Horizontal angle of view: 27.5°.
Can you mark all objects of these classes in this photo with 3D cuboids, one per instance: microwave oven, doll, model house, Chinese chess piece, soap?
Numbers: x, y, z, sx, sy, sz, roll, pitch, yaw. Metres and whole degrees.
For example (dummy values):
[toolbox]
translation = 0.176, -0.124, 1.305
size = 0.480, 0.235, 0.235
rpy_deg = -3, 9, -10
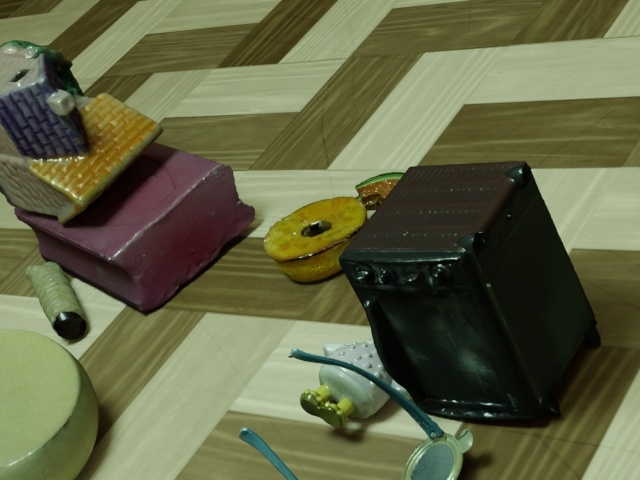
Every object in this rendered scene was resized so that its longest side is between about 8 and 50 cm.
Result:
[microwave oven]
translation = 0.164, 0.060, 1.413
size = 0.178, 0.247, 0.188
rpy_deg = -3, 36, 40
[doll]
translation = 0.064, 0.140, 1.525
size = 0.129, 0.081, 0.207
rpy_deg = 26, 54, 31
[model house]
translation = -0.381, -0.173, 1.957
size = 0.237, 0.237, 0.202
rpy_deg = 13, 46, 43
[Chinese chess piece]
translation = -0.415, 0.232, 1.658
size = 0.273, 0.102, 0.273
rpy_deg = -3, 43, 3
[soap]
translation = -0.295, -0.039, 2.032
size = 0.233, 0.128, 0.359
rpy_deg = -42, 33, -21

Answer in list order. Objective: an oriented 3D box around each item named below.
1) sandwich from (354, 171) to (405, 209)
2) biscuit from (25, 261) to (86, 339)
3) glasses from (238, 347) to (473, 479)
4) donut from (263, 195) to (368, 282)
[sandwich]
translation = 0.105, -0.065, 1.858
size = 0.135, 0.029, 0.067
rpy_deg = 13, 54, 46
[biscuit]
translation = -0.403, 0.086, 1.986
size = 0.219, 0.061, 0.055
rpy_deg = 44, 118, 61
[glasses]
translation = 0.026, 0.222, 1.335
size = 0.189, 0.221, 0.088
rpy_deg = -58, 3, -40
[donut]
translation = 0.000, 0.000, 1.810
size = 0.152, 0.058, 0.152
rpy_deg = -19, 31, 12
